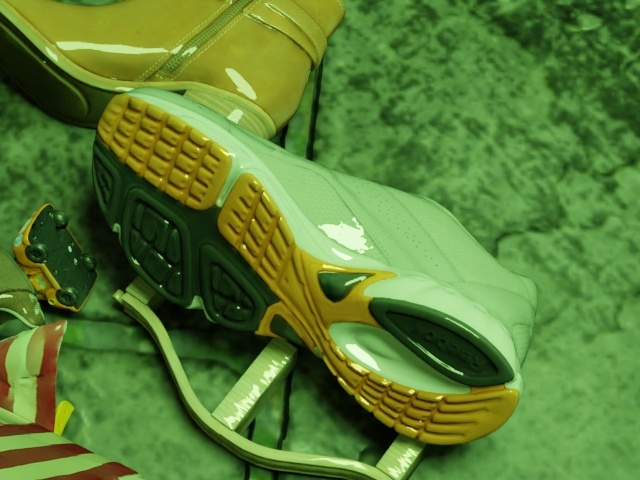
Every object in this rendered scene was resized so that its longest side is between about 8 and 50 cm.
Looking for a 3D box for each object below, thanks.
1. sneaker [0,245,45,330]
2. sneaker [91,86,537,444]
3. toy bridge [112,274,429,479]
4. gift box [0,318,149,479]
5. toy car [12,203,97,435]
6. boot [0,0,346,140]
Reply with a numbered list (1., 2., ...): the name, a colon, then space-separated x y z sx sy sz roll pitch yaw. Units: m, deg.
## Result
1. sneaker: -0.220 0.077 0.668 0.071 0.066 0.188 42 86 11
2. sneaker: 0.000 0.000 0.720 0.262 0.099 0.121 36 33 4
3. toy bridge: -0.036 0.080 0.714 0.188 0.026 0.063 33 67 13
4. gift box: -0.142 0.173 0.523 0.255 0.258 0.276 29 86 10
5. toy car: -0.156 0.043 0.712 0.040 0.060 0.122 -12 52 27
6. boot: -0.095 -0.130 0.794 0.197 0.073 0.152 34 67 0
